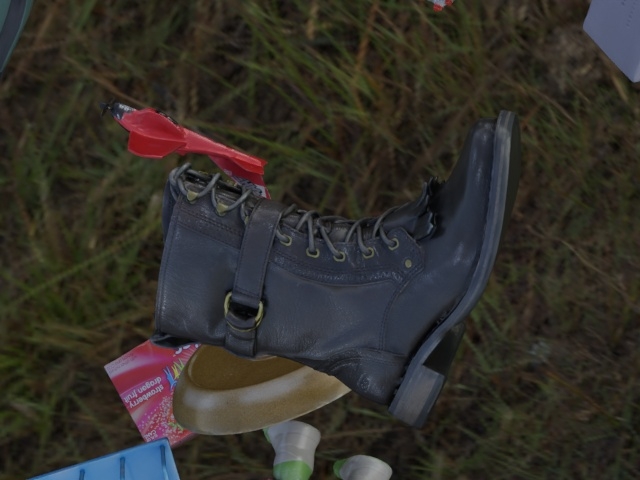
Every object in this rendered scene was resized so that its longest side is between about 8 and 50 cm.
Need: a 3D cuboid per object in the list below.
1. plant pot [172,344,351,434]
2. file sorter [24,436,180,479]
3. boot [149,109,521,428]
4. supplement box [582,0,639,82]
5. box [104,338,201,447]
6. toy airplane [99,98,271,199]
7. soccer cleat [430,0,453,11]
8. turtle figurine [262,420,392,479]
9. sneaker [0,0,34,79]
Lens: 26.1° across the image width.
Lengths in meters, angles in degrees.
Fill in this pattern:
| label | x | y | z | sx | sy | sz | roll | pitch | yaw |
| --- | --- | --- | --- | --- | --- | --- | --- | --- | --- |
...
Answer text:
| label | x | y | z | sx | sy | sz | roll | pitch | yaw |
| --- | --- | --- | --- | --- | --- | --- | --- | --- | --- |
| plant pot | -0.032 | 0.099 | 1.260 | 0.236 | 0.236 | 0.032 | -14 | 111 | 25 |
| file sorter | -0.204 | 0.272 | 1.264 | 0.170 | 0.104 | 0.118 | -17 | 98 | -6 |
| boot | 0.000 | 0.000 | 0.934 | 0.229 | 0.091 | 0.263 | 22 | 116 | 6 |
| supplement box | 0.325 | -0.216 | 1.034 | 0.239 | 0.130 | 0.073 | -18 | 54 | -21 |
| box | -0.112 | 0.141 | 1.667 | 0.257 | 0.122 | 0.128 | -30 | 84 | 7 |
| toy airplane | -0.099 | -0.072 | 1.046 | 0.151 | 0.151 | 0.028 | 33 | 102 | 30 |
| soccer cleat | 0.185 | -0.326 | 1.622 | 0.196 | 0.068 | 0.076 | -4 | 62 | 53 |
| turtle figurine | -0.042 | 0.334 | 1.358 | 0.197 | 0.275 | 0.266 | 12 | 60 | 11 |
| sneaker | -0.175 | -0.089 | 0.332 | 0.223 | 0.083 | 0.098 | 24 | 128 | -1 |
